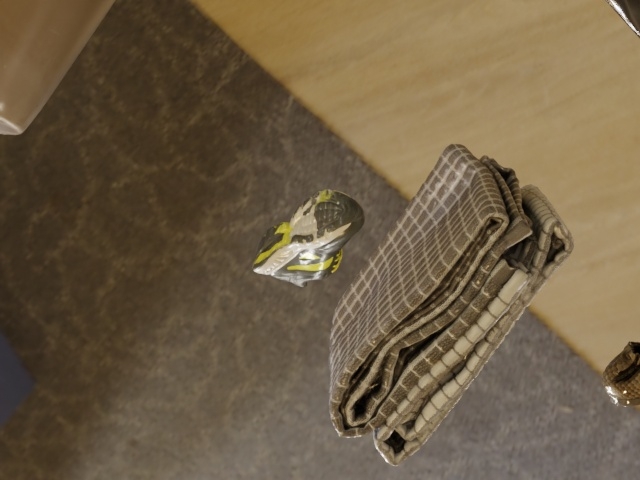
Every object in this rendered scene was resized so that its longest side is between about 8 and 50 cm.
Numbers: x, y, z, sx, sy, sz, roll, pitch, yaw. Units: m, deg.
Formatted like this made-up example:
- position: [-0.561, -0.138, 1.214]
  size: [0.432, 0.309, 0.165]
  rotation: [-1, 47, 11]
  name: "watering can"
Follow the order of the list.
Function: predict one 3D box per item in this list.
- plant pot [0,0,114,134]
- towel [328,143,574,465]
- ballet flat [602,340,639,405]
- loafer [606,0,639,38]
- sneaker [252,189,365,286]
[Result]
- position: [-0.310, -0.255, 1.136]
  size: [0.323, 0.323, 0.280]
  rotation: [15, 83, 11]
  name: "plant pot"
- position: [0.113, 0.051, 1.259]
  size: [0.121, 0.235, 0.284]
  rotation: [34, 104, -8]
  name: "towel"
- position: [0.410, 0.104, 1.337]
  size: [0.249, 0.084, 0.058]
  rotation: [-20, 106, -8]
  name: "ballet flat"
- position: [0.258, -0.280, 1.048]
  size: [0.133, 0.130, 0.366]
  rotation: [-30, 104, 41]
  name: "loafer"
- position: [0.000, 0.000, 0.645]
  size: [0.035, 0.031, 0.083]
  rotation: [27, 149, -27]
  name: "sneaker"
